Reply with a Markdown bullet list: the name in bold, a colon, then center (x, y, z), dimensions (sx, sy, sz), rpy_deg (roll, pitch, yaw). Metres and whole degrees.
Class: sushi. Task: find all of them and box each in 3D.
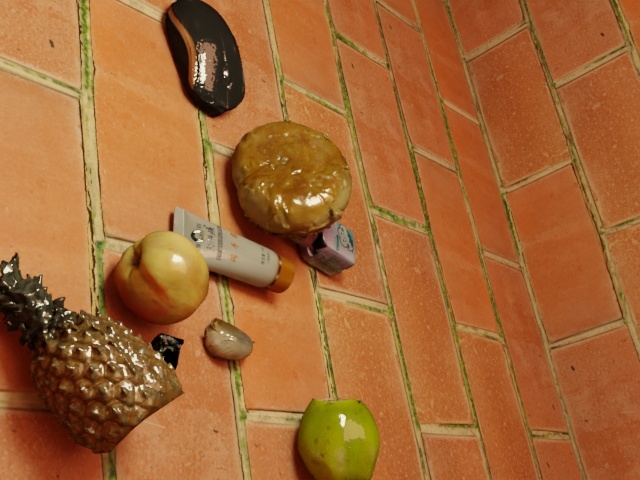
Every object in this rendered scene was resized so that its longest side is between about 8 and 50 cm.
- **sushi**: center (-0.306, 0.231, 1.524), dimensions (0.056, 0.084, 0.083), rpy_deg (24, 49, -42)

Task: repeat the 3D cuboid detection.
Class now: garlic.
- **garlic**: center (-0.183, 0.217, 1.717), dimensions (0.152, 0.066, 0.084), rpy_deg (32, 42, -35)

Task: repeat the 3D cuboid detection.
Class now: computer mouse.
- **computer mouse**: center (-0.282, -0.471, 2.018), dimensions (0.183, 0.116, 0.323), rpy_deg (-7, 74, -50)

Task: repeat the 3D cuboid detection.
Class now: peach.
- **peach**: center (-0.302, 0.076, 1.558), dimensions (0.184, 0.184, 0.184), rpy_deg (32, 44, -38)

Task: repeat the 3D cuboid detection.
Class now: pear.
- **pear**: center (0.042, 0.455, 1.767), dimensions (0.187, 0.187, 0.220), rpy_deg (14, 69, -49)

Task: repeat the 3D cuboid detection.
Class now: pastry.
- **pastry**: center (-0.072, -0.135, 1.963), dimensions (0.284, 0.184, 0.316), rpy_deg (-24, 62, -18)

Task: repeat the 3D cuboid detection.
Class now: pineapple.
- **pineapple**: center (-0.411, 0.176, 1.336), dimensions (0.362, 0.202, 0.202), rpy_deg (50, 35, -6)

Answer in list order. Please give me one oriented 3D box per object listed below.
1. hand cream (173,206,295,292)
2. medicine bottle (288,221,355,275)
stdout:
- **hand cream**: center (-0.203, 0.029, 1.816), dimensions (0.314, 0.089, 0.140), rpy_deg (20, 50, -36)
- **medicine bottle**: center (0.000, 0.000, 2.088), dimensions (0.188, 0.094, 0.119), rpy_deg (32, 42, -39)
